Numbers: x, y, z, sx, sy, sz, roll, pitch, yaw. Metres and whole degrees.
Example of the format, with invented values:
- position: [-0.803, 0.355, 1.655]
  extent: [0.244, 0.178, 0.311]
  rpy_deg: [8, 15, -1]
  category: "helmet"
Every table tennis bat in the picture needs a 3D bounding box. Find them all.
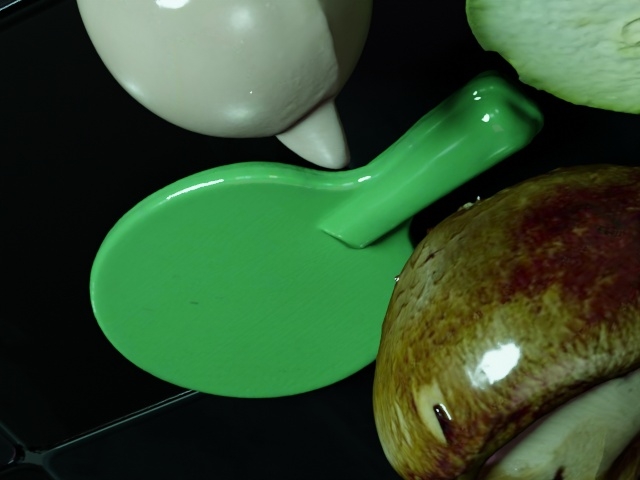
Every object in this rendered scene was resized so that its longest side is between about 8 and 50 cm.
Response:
- position: [0.000, 0.000, 0.748]
  extent: [0.160, 0.039, 0.257]
  rpy_deg: [32, 128, -32]
  category: "table tennis bat"

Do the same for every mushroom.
- position: [0.124, 0.038, 0.711]
  extent: [0.231, 0.138, 0.194]
  rpy_deg: [10, 119, -52]
  category: "mushroom"

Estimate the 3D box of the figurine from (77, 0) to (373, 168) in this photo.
- position: [-0.033, -0.101, 0.600]
  extent: [0.125, 0.125, 0.138]
  rpy_deg: [-7, 142, 3]
  category: "figurine"

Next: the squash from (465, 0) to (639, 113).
- position: [0.165, -0.106, 0.603]
  extent: [0.219, 0.041, 0.219]
  rpy_deg: [3, 161, 1]
  category: "squash"
